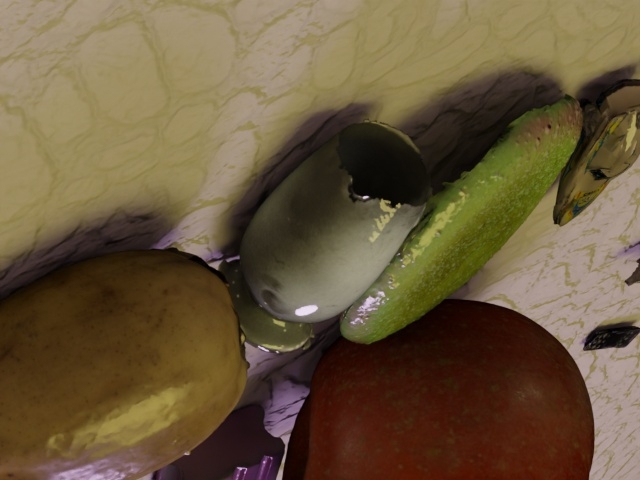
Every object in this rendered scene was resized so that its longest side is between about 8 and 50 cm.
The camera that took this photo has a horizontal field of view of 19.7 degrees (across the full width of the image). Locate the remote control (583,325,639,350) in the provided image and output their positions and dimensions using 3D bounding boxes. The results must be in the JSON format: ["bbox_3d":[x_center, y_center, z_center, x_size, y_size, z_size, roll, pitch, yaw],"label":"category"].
[{"bbox_3d":[0.360,0.119,2.278,0.096,0.014,0.039,-3,141,-47],"label":"remote control"}]

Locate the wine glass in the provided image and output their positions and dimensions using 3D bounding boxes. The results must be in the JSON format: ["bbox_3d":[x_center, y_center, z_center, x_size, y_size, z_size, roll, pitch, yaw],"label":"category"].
[{"bbox_3d":[0.000,0.000,1.485,0.111,0.111,0.204,-8,149,-44],"label":"wine glass"}]

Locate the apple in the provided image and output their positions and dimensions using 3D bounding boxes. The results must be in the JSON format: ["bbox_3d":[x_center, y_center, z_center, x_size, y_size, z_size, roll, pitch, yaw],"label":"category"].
[{"bbox_3d":[0.106,0.227,1.800,0.277,0.348,0.348,12,143,-7],"label":"apple"}]

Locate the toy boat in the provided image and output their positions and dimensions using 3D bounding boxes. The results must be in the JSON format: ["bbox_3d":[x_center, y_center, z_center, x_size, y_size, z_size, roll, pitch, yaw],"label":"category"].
[{"bbox_3d":[0.260,-0.077,1.729,0.084,0.066,0.210,-19,152,-27],"label":"toy boat"}]

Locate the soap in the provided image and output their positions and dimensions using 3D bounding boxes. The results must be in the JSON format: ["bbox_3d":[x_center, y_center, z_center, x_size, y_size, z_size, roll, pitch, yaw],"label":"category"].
[{"bbox_3d":[-0.111,0.258,1.879,0.122,0.065,0.203,-23,154,-24],"label":"soap"}]

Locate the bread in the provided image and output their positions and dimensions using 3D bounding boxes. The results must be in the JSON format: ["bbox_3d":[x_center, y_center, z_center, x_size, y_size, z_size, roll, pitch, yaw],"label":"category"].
[{"bbox_3d":[0.130,-0.014,1.622,0.301,0.045,0.301,-43,168,-12],"label":"bread"}]

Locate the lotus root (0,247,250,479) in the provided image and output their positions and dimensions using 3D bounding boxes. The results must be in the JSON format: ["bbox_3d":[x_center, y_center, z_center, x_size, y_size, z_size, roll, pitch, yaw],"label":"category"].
[{"bbox_3d":[-0.202,0.118,1.401,0.310,0.183,0.183,-24,155,-9],"label":"lotus root"}]

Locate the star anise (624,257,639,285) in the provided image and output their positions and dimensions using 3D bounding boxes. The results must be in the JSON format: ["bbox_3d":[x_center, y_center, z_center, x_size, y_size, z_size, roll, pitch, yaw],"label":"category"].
[{"bbox_3d":[0.391,0.022,2.081,0.129,0.056,0.124,-24,143,-27],"label":"star anise"}]
